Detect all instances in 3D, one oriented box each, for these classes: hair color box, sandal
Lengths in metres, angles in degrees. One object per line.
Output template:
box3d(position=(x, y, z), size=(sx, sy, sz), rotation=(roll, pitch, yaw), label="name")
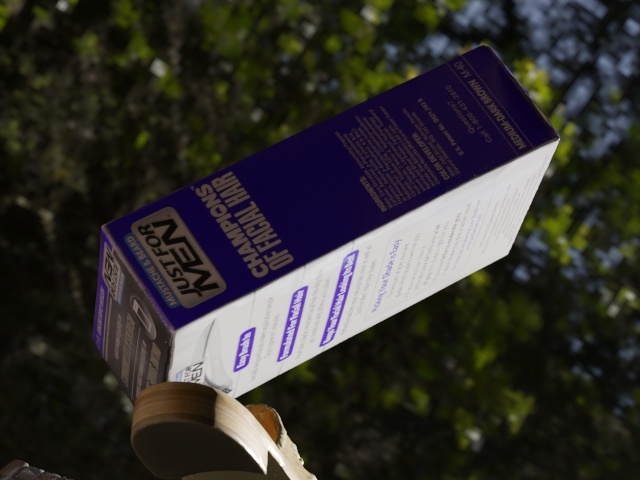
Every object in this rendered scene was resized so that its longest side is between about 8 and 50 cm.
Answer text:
box3d(position=(0.000, 0.000, 1.504), size=(0.110, 0.339, 0.185), rotation=(54, -24, 20), label="hair color box")
box3d(position=(-0.039, 0.120, 1.100), size=(0.088, 0.240, 0.079), rotation=(-4, -123, 15), label="sandal")

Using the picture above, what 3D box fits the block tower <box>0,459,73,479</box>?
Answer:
box3d(position=(-0.300, 0.249, 1.778), size=(0.097, 0.335, 0.091), rotation=(-37, 139, -62), label="block tower")
